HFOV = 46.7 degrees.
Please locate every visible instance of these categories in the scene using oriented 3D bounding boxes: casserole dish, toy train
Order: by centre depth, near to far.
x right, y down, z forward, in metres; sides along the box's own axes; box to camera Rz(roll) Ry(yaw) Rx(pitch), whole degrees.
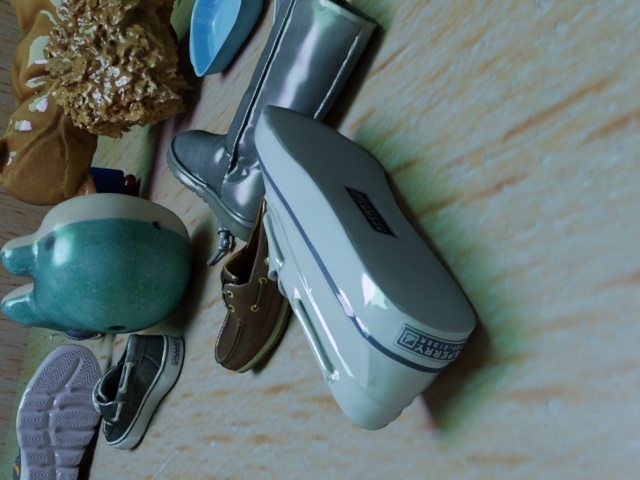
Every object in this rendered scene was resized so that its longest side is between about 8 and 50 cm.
[{"bbox_3d":[-0.115,-0.278,0.905,0.188,0.036,0.114,-39,55,55],"label":"casserole dish"},{"bbox_3d":[-0.374,-0.005,1.269,0.248,0.105,0.144,-108,29,-48],"label":"toy train"}]

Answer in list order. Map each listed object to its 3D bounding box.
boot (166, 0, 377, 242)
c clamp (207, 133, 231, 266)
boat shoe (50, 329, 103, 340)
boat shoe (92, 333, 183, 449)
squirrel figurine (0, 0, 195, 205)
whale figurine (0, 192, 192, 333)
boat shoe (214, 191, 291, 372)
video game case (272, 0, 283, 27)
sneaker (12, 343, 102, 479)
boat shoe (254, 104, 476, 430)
[{"bbox_3d":[-0.052,-0.125,0.636,0.189,0.076,0.209,40,123,38],"label":"boot"},{"bbox_3d":[-0.088,-0.065,0.766,0.137,0.022,0.161,-28,53,59],"label":"c clamp"},{"bbox_3d":[-0.415,0.127,1.278,0.079,0.095,0.254,-70,23,8],"label":"boat shoe"},{"bbox_3d":[-0.232,0.177,0.884,0.219,0.070,0.078,-55,31,38],"label":"boat shoe"},{"bbox_3d":[-0.371,-0.241,1.133,0.396,0.281,0.371,-12,54,53],"label":"squirrel figurine"},{"bbox_3d":[-0.268,0.059,0.865,0.272,0.216,0.141,-32,56,32],"label":"whale figurine"},{"bbox_3d":[-0.052,0.031,0.587,0.178,0.060,0.064,-61,28,29],"label":"boat shoe"},{"bbox_3d":[0.001,-0.308,0.708,0.173,0.022,0.191,-38,44,53],"label":"video game case"},{"bbox_3d":[-0.437,0.323,1.182,0.180,0.124,0.321,-10,68,63],"label":"sneaker"},{"bbox_3d":[0.000,0.000,0.452,0.084,0.095,0.258,-59,28,23],"label":"boat shoe"}]
